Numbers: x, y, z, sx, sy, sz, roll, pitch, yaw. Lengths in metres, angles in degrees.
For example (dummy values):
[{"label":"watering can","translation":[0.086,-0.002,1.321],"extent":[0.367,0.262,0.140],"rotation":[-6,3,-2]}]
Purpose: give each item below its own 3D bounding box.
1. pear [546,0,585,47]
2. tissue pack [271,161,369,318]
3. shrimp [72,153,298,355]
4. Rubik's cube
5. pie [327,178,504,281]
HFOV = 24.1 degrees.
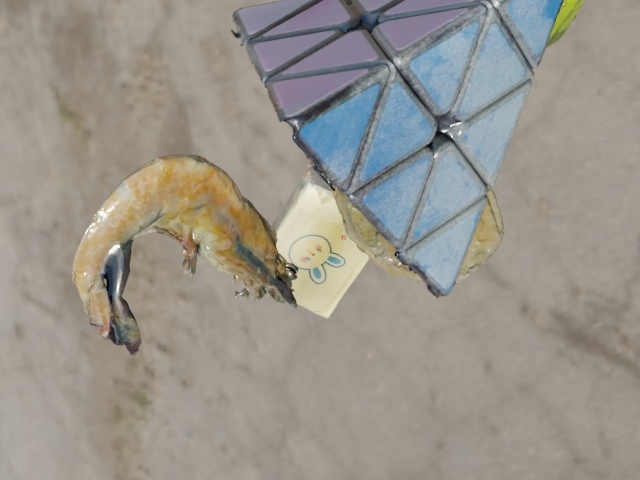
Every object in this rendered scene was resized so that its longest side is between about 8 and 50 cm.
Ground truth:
[{"label":"pear","translation":[0.077,-0.332,1.514],"extent":[0.399,0.165,0.399],"rotation":[23,128,32]},{"label":"tissue pack","translation":[0.000,0.000,2.206],"extent":[0.196,0.148,0.092],"rotation":[-57,16,27]},{"label":"shrimp","translation":[-0.097,0.027,1.119],"extent":[0.152,0.219,0.046],"rotation":[-51,50,-2]},{"label":"Rubik's cube","translation":[0.063,-0.096,0.795],"extent":[0.211,0.178,0.190],"rotation":[52,-171,1]},{"label":"pie","translation":[0.093,-0.047,1.490],"extent":[0.046,0.195,0.195],"rotation":[-43,66,57]}]
